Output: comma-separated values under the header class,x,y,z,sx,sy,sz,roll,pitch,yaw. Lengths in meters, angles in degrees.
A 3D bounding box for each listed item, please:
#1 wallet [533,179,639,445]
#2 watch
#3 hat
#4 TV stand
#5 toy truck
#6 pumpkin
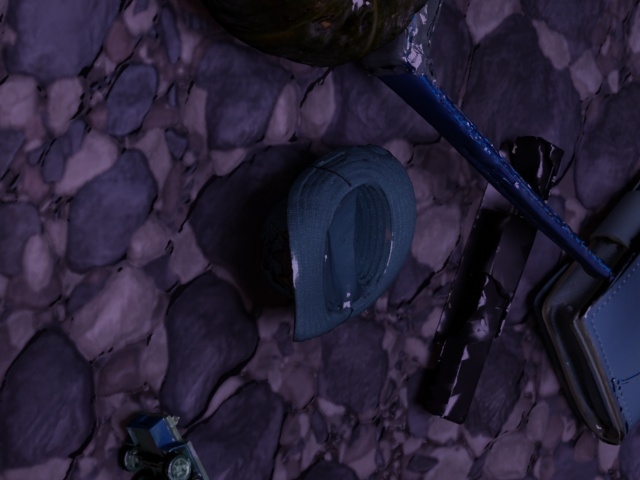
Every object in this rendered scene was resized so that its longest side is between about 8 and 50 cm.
class,x,y,z,sx,sy,sz,roll,pitch,yaw
wallet,0.306,0.040,1.805,0.250,0.075,0.176,-45,128,-26
watch,0.148,-0.123,1.615,0.275,0.068,0.276,12,84,-37
hat,0.000,0.000,1.537,0.191,0.078,0.138,-32,128,-53
TV stand,0.141,0.032,1.683,0.036,0.042,0.249,25,83,-44
toy truck,-0.086,0.195,1.509,0.081,0.067,0.175,-42,120,-34
pumpkin,0.001,-0.235,1.431,0.224,0.157,0.223,-17,120,-32
